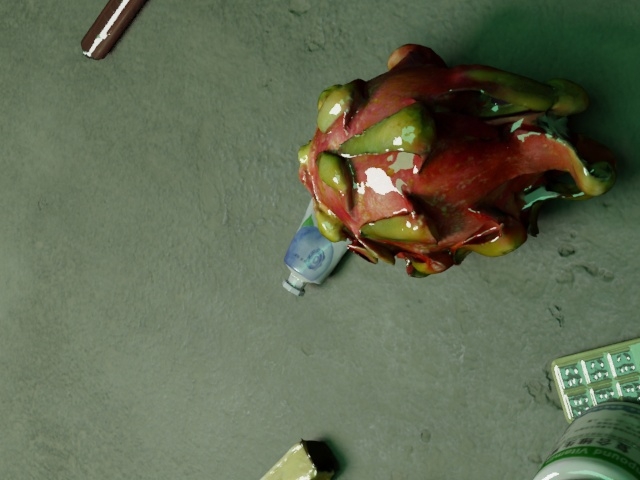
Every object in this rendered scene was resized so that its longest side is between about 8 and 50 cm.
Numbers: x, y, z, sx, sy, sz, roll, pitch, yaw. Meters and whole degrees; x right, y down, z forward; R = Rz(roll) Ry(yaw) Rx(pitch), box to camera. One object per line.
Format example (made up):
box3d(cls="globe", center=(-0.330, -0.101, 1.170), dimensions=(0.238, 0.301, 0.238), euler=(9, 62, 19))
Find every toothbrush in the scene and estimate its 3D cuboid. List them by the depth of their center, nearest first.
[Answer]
box3d(cls="toothbrush", center=(-0.193, -0.365, 1.551), dimensions=(0.364, 0.041, 0.041), euler=(-47, 70, 27))

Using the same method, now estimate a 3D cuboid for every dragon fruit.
box3d(cls="dragon fruit", center=(0.134, -0.085, 1.281), dimensions=(0.307, 0.243, 0.227), euler=(9, 74, -5))

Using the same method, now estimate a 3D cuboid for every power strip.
box3d(cls="power strip", center=(0.321, 0.139, 1.276), dimensions=(0.169, 0.028, 0.076), euler=(-20, 83, 32))

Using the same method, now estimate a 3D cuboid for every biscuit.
box3d(cls="biscuit", center=(-0.057, 0.315, 1.522), dimensions=(0.188, 0.052, 0.056), euler=(-48, 57, 25))

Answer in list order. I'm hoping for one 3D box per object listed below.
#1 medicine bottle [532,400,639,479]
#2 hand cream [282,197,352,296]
box3d(cls="medicine bottle", center=(0.263, 0.261, 1.189), dimensions=(0.139, 0.237, 0.139), euler=(12, 115, 27))
box3d(cls="hand cream", center=(0.000, 0.000, 1.461), dimensions=(0.084, 0.053, 0.142), euler=(35, 102, 26))
